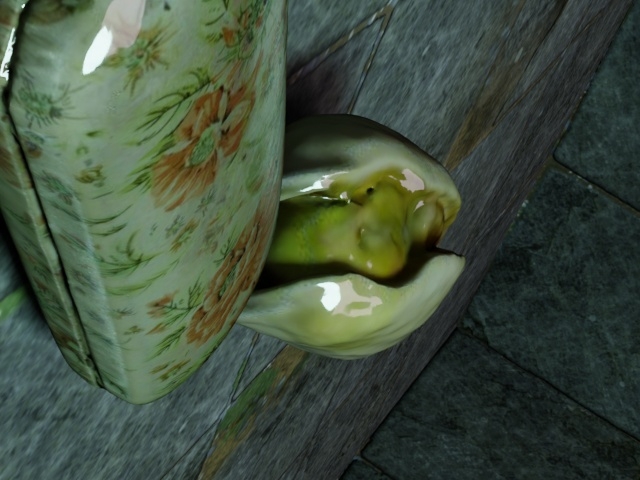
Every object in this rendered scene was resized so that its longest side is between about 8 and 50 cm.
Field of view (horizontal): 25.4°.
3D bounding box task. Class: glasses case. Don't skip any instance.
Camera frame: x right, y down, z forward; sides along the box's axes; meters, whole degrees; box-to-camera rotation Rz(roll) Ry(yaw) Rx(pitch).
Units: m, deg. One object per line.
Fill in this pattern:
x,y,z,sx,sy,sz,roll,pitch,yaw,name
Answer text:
-0.077,-0.042,0.662,0.156,0.098,0.425,-60,171,-21,glasses case

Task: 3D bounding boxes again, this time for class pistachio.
0.000,0.000,0.995,0.288,0.197,0.166,21,60,-71,pistachio
